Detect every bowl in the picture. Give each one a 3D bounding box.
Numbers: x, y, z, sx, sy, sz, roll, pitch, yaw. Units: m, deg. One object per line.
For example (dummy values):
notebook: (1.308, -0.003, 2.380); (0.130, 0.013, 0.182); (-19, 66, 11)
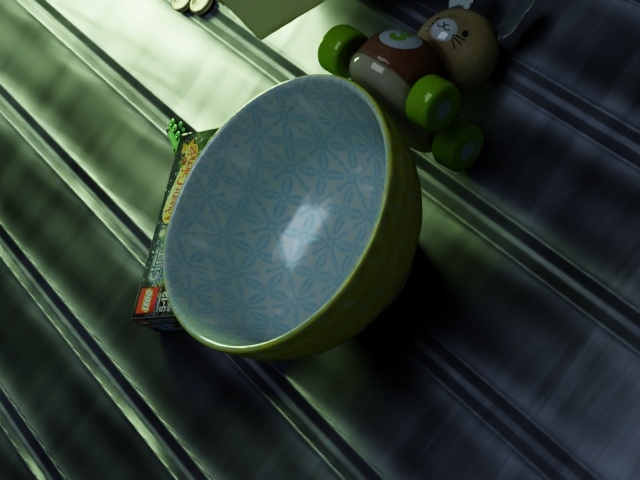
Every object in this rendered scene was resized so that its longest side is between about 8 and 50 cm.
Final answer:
bowl: (0.000, 0.000, 1.503); (0.289, 0.156, 0.289); (-22, 53, 33)

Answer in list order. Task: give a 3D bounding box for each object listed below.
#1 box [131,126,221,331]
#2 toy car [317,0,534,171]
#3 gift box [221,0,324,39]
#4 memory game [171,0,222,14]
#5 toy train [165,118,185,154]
box: (-0.116, -0.016, 1.705); (0.159, 0.044, 0.233); (-6, 63, 41)
toy car: (0.123, -0.192, 1.524); (0.155, 0.149, 0.188); (35, 80, 36)
gift box: (-0.008, -0.403, 1.688); (0.258, 0.276, 0.255); (-27, 37, 34)
memory game: (-0.132, -0.368, 1.951); (0.186, 0.012, 0.186); (-23, 53, 34)
toy train: (-0.168, -0.115, 1.833); (0.023, 0.017, 0.083); (-51, 41, 23)
